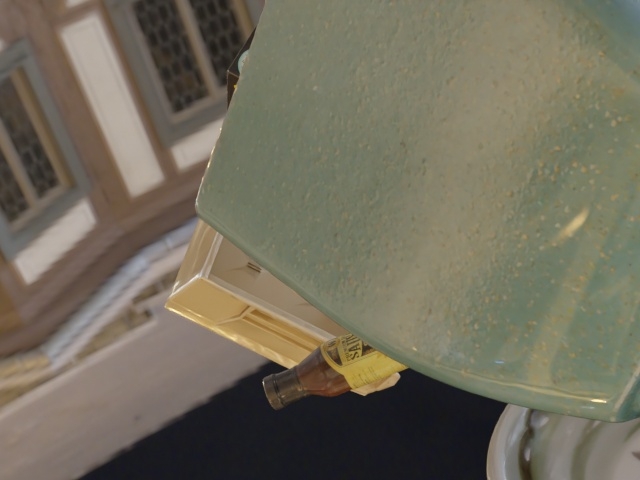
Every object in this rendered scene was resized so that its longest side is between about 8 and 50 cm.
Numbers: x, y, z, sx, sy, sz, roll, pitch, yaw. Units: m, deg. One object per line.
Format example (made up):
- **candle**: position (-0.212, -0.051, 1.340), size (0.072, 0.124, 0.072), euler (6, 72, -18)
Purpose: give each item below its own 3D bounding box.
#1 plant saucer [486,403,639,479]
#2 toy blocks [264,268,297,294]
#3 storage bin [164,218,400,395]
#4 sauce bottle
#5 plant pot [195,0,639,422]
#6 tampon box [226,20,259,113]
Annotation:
- **plant saucer**: position (0.356, 0.199, 1.278), size (0.401, 0.100, 0.400), euler (-17, -153, 9)
- **toy blocks**: position (0.033, 0.027, 1.302), size (0.148, 0.054, 0.123), euler (13, -164, 39)
- **storage bin**: position (0.000, 0.000, 1.532), size (0.123, 0.260, 0.262), euler (-32, -145, 56)
- **sauce bottle**: position (0.021, 0.089, 1.024), size (0.128, 0.042, 0.042), euler (-24, -142, 8)
- **plant pot**: position (0.132, -0.049, 0.707), size (0.248, 0.247, 0.252), euler (-7, -139, -42)
- **tampon box**: position (0.004, -0.168, 1.274), size (0.120, 0.101, 0.161), euler (28, -107, 5)
